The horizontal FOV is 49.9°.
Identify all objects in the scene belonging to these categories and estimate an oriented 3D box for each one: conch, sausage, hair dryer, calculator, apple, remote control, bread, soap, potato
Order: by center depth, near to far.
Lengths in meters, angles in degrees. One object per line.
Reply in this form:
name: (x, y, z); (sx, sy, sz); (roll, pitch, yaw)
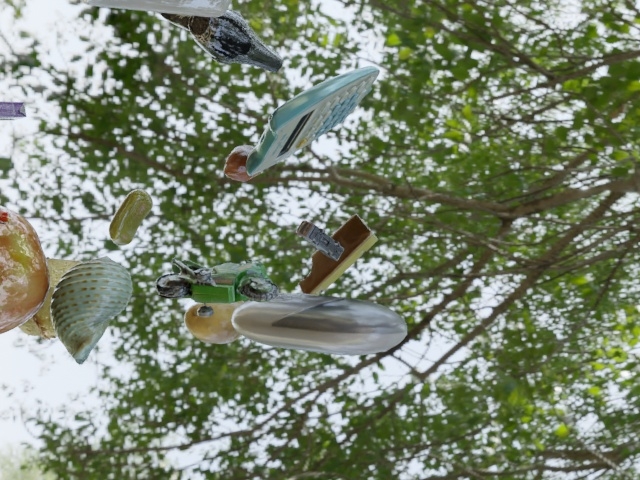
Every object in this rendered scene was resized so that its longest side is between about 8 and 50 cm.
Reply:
apple: (-0.487, 0.042, 0.982); (0.210, 0.164, 0.209); (-4, -95, 42)
conch: (-0.342, 0.096, 1.010); (0.102, 0.153, 0.135); (31, -22, 4)
remote control: (-0.005, 0.151, 1.252); (0.332, 0.221, 0.103); (4, -89, 28)
soap: (-0.437, -0.054, 1.578); (0.045, 0.089, 0.140); (24, -102, 22)
calculator: (-0.009, -0.292, 1.608); (0.054, 0.386, 0.256); (53, -34, 8)
hair dryer: (-0.281, -0.514, 1.659); (0.360, 0.304, 0.120); (29, -77, 26)
bread: (0.035, 0.042, 1.684); (0.226, 0.049, 0.088); (-43, -130, 10)
sausage: (-0.189, -0.192, 1.698); (0.179, 0.089, 0.089); (-62, 165, -72)
bread: (-0.691, 0.150, 1.751); (0.240, 0.135, 0.178); (1, -60, 28)
potato: (-0.274, 0.214, 1.874); (0.150, 0.234, 0.146); (-39, -95, 12)

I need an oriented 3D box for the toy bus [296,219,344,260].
toy bus: (0.000, 0.000, 1.454); (0.052, 0.131, 0.037); (25, -99, 42)

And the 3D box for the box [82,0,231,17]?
box: (-0.240, -0.428, 1.102); (0.044, 0.285, 0.142); (54, -51, 20)

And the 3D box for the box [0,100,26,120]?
box: (-0.688, -0.274, 1.454); (0.051, 0.117, 0.036); (-4, -85, 36)

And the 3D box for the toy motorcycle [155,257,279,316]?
toy motorcycle: (-0.151, 0.062, 1.049); (0.106, 0.190, 0.074); (-66, 157, -67)
